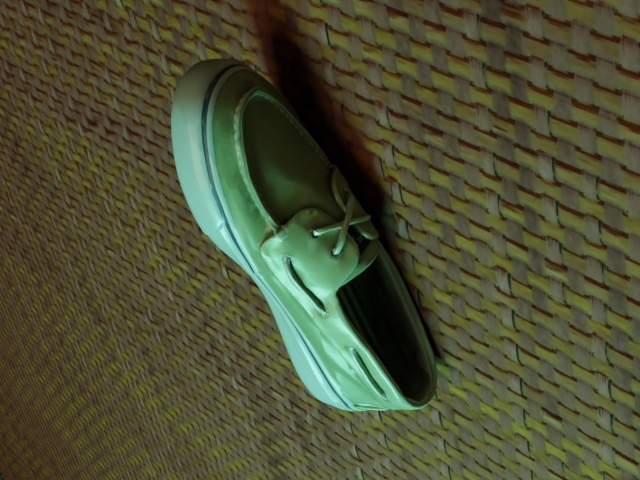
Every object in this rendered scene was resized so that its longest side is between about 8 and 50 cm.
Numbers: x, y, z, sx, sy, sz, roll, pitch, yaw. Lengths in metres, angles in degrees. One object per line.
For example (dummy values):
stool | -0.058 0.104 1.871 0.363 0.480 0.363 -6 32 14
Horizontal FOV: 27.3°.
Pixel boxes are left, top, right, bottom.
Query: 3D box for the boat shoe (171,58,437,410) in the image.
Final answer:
boat shoe | 0.000 0.000 0.924 0.094 0.109 0.302 2 133 40
